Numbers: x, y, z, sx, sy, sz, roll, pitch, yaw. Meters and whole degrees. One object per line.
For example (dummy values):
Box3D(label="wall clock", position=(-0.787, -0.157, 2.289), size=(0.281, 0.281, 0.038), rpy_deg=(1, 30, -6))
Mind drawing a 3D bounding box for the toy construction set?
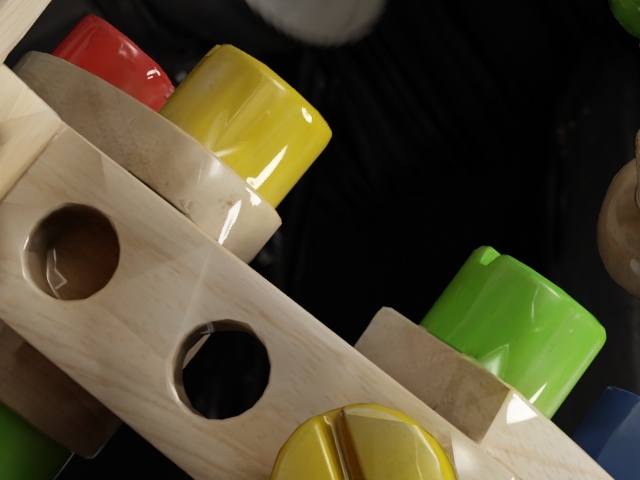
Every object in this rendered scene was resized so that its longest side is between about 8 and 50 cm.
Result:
Box3D(label="toy construction set", position=(0.000, 0.000, 0.370), size=(0.309, 0.237, 0.257), rpy_deg=(-27, -112, 0))
